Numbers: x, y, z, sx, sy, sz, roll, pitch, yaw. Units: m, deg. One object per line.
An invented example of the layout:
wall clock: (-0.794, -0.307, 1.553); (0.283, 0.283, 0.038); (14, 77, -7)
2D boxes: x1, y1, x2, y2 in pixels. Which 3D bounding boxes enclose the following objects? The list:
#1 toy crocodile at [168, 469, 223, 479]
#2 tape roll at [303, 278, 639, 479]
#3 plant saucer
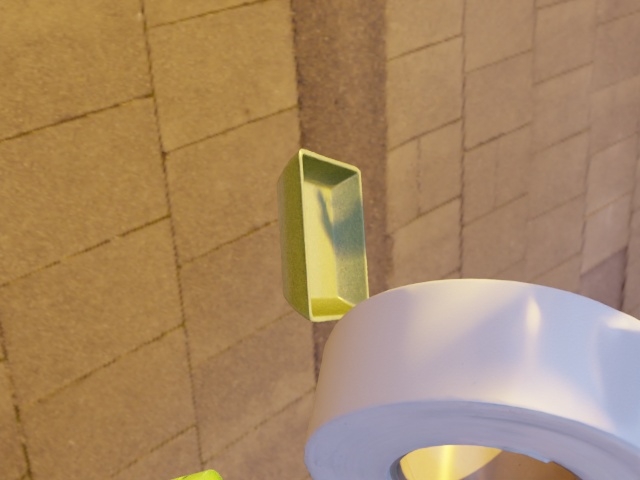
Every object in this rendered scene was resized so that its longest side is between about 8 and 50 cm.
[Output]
toy crocodile: (-0.109, 0.394, 1.018); (0.105, 0.115, 0.341); (-85, 169, -67)
tape roll: (0.134, 0.147, 0.710); (0.286, 0.286, 0.100); (57, 37, -43)
plant saucer: (0.000, 0.000, 1.075); (0.188, 0.045, 0.188); (7, 78, -67)
